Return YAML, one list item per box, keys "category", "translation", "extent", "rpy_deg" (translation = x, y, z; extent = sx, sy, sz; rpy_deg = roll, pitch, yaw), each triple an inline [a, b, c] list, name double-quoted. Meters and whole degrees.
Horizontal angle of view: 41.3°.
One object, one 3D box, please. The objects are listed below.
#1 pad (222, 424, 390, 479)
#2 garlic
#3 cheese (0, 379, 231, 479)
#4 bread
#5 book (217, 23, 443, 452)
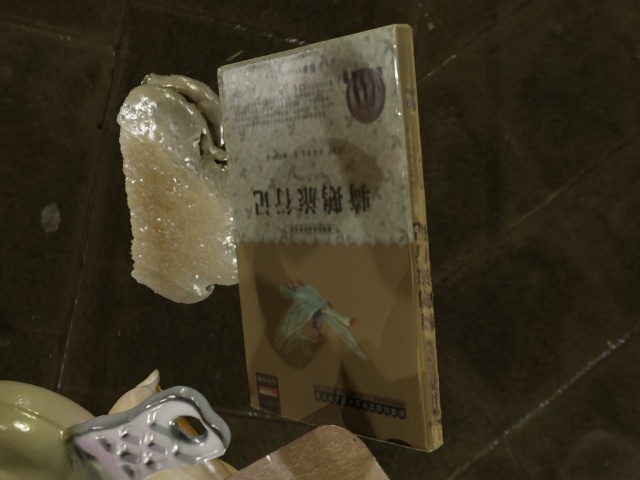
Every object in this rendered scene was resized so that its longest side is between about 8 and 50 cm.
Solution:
- category: "pad"
  translation: [-0.014, 0.257, 0.683]
  extent: [0.176, 0.266, 0.002]
  rpy_deg: [54, 39, 3]
- category: "garlic"
  translation: [-0.202, 0.351, 1.234]
  extent: [0.286, 0.249, 0.313]
  rpy_deg: [-42, 83, 34]
- category: "cheese"
  translation: [-0.177, 0.157, 0.568]
  extent: [0.286, 0.082, 0.163]
  rpy_deg: [-20, 115, 28]
- category: "bread"
  translation: [-0.149, -0.041, 1.049]
  extent: [0.183, 0.102, 0.337]
  rpy_deg: [22, 136, 15]
- category: "book"
  translation: [0.000, 0.000, 0.686]
  extent: [0.021, 0.217, 0.310]
  rpy_deg: [-10, 97, -43]
